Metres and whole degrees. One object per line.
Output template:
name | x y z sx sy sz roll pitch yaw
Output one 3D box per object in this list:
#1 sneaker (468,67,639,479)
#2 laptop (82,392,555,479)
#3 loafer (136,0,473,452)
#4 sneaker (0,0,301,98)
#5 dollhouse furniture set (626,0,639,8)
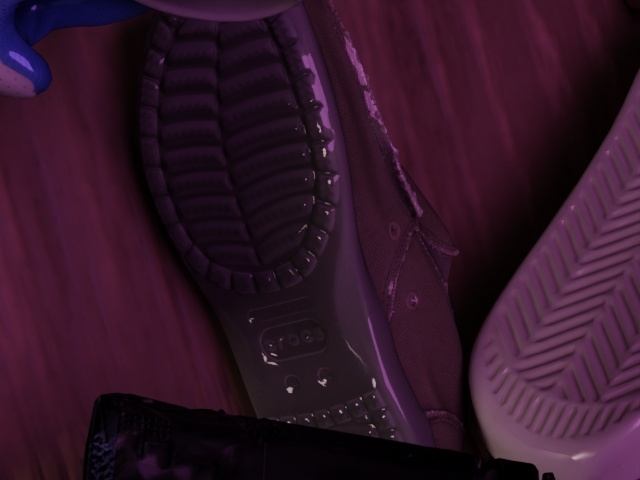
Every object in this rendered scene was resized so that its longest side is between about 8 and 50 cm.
sneaker | 0.197 -0.004 0.806 0.350 0.131 0.148 -47 140 -19
laptop | 0.016 0.200 0.623 0.264 0.136 0.234 12 66 -22
loafer | 0.000 0.000 0.721 0.087 0.094 0.251 -37 115 -55
sneaker | -0.047 -0.195 0.606 0.323 0.130 0.236 -37 86 0
dollhouse furniture set | 0.175 -0.185 0.844 0.091 0.081 0.114 -40 106 -29
